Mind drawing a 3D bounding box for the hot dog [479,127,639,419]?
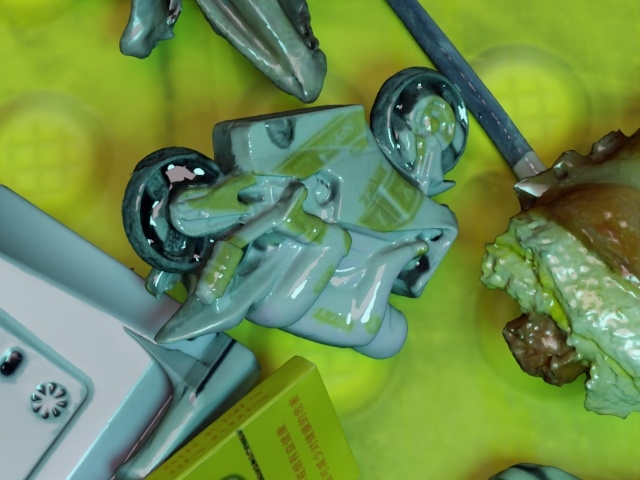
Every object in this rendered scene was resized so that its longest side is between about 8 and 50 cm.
[{"bbox_3d":[0.183,0.007,1.037,0.213,0.103,0.146,-31,75,-27],"label":"hot dog"}]

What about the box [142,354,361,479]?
[{"bbox_3d":[-0.050,0.139,0.992,0.155,0.087,0.023,-38,41,-24],"label":"box"}]

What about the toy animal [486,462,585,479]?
[{"bbox_3d":[0.156,0.160,1.001,0.217,0.073,0.176,16,52,17],"label":"toy animal"}]

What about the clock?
[{"bbox_3d":[-0.175,0.111,1.016,0.186,0.083,0.253,32,76,10],"label":"clock"}]

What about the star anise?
[{"bbox_3d":[-0.056,-0.194,1.094,0.257,0.110,0.198,44,103,28],"label":"star anise"}]

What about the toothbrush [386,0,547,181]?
[{"bbox_3d":[0.054,-0.134,1.121,0.026,0.024,0.288,-29,74,-23],"label":"toothbrush"}]

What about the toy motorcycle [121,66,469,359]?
[{"bbox_3d":[0.000,0.000,1.029,0.225,0.073,0.152,-21,104,-31],"label":"toy motorcycle"}]
